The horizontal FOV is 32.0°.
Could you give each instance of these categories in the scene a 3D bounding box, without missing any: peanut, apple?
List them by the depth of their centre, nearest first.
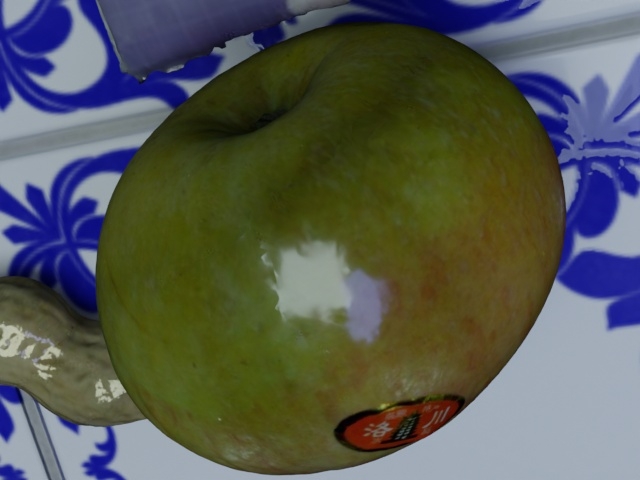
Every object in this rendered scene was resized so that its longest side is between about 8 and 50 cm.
[{"bbox_3d":[0.000,0.000,0.603,0.260,0.261,0.194,-21,119,19],"label":"apple"},{"bbox_3d":[-0.178,0.077,0.764,0.187,0.082,0.082,24,114,3],"label":"peanut"}]

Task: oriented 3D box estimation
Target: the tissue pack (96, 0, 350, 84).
[{"bbox_3d":[0.023,-0.247,0.566,0.343,0.125,0.242,-14,107,17],"label":"tissue pack"}]
